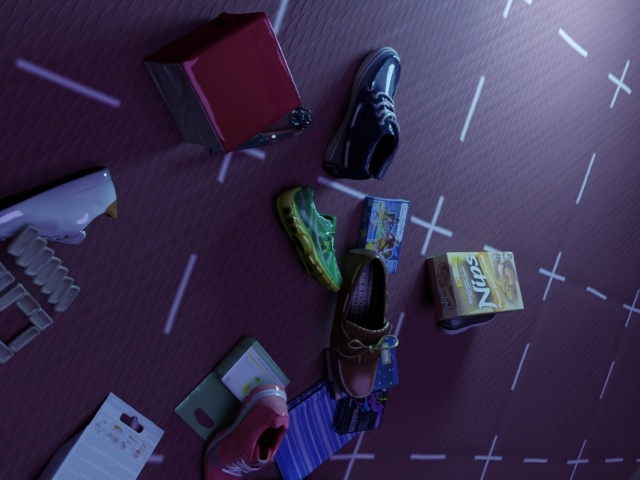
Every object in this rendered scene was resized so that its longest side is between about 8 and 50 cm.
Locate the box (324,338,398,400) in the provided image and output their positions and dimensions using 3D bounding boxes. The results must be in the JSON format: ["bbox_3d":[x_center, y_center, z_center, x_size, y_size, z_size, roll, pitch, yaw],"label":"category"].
[{"bbox_3d":[0.121,0.339,1.685,0.225,0.036,0.137,-4,85,-31],"label":"box"}]

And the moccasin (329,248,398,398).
[{"bbox_3d":[0.111,0.213,1.563,0.139,0.147,0.381,7,97,-18],"label":"moccasin"}]

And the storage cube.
[{"bbox_3d":[-0.188,-0.305,1.199,0.193,0.183,0.215,-39,124,-21],"label":"storage cube"}]

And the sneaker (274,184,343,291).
[{"bbox_3d":[0.000,0.000,1.485,0.123,0.109,0.296,-37,123,-20],"label":"sneaker"}]

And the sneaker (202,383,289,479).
[{"bbox_3d":[-0.173,0.479,1.435,0.115,0.136,0.314,24,107,-30],"label":"sneaker"}]

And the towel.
[{"bbox_3d":[0.012,0.492,1.687,0.335,0.040,0.243,-30,121,-28],"label":"towel"}]

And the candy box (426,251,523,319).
[{"bbox_3d":[0.463,0.131,1.863,0.316,0.087,0.183,1,76,-39],"label":"candy box"}]

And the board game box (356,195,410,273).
[{"bbox_3d":[0.162,-0.012,1.658,0.136,0.035,0.202,2,102,-38],"label":"board game box"}]

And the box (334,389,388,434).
[{"bbox_3d":[0.115,0.471,1.733,0.162,0.029,0.116,6,100,-41],"label":"box"}]

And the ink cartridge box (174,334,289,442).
[{"bbox_3d":[-0.201,0.362,1.471,0.235,0.056,0.171,-47,127,-20],"label":"ink cartridge box"}]

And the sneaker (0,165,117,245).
[{"bbox_3d":[-0.486,-0.027,1.094,0.290,0.105,0.123,-26,116,-31],"label":"sneaker"}]

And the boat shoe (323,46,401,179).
[{"bbox_3d":[0.141,-0.293,1.478,0.127,0.158,0.341,22,89,-40],"label":"boat shoe"}]

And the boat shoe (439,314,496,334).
[{"bbox_3d":[0.463,0.223,1.935,0.227,0.081,0.069,-16,117,-31],"label":"boat shoe"}]

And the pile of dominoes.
[{"bbox_3d":[-0.540,0.089,1.091,0.196,0.040,0.251,-43,154,-22],"label":"pile of dominoes"}]

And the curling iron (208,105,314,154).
[{"bbox_3d":[-0.126,-0.235,1.365,0.273,0.035,0.068,-27,114,-31],"label":"curling iron"}]

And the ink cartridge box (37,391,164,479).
[{"bbox_3d":[-0.456,0.457,1.312,0.181,0.056,0.225,52,52,-36],"label":"ink cartridge box"}]
